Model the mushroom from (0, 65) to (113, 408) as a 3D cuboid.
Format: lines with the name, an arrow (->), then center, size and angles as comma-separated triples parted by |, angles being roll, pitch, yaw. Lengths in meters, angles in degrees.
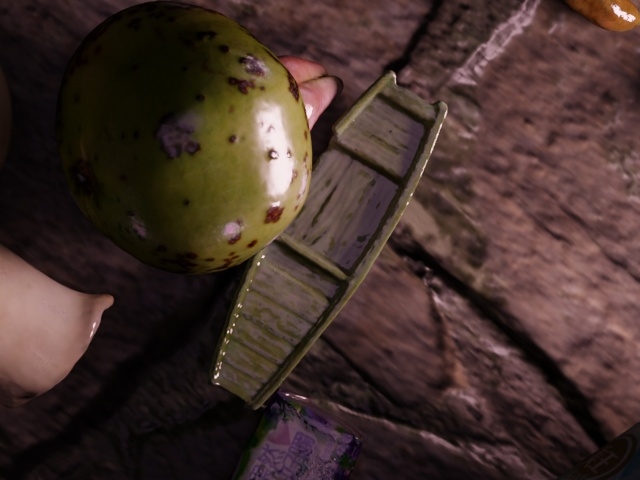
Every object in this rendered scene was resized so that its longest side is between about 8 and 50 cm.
mushroom -> -0.316, 0.004, 1.082 | 0.336, 0.314, 0.314 | 40, 88, -24

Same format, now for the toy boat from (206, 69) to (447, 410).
toy boat -> 0.000, 0.000, 1.191 | 0.093, 0.055, 0.293 | 31, 88, -4

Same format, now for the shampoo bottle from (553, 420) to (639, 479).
shampoo bottle -> 0.276, 0.309, 1.075 | 0.342, 0.331, 0.331 | -33, 92, -1

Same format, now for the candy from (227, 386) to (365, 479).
candy -> -0.067, 0.274, 1.186 | 0.088, 0.061, 0.312 | 28, 89, -1

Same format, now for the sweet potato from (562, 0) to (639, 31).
sweet potato -> 0.189, -0.225, 1.203 | 0.182, 0.053, 0.054 | 22, 50, -6

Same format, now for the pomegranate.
pomegranate -> -0.081, -0.092, 1.131 | 0.248, 0.214, 0.214 | -29, 93, -35
